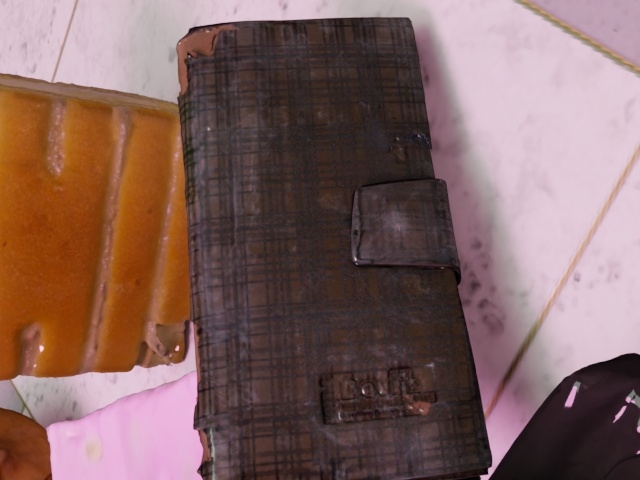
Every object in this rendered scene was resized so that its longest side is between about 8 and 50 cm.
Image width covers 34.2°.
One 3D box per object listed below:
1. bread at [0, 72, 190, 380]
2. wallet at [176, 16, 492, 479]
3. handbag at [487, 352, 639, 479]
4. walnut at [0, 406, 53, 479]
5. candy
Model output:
[{"bbox_3d":[-0.215,-0.006,0.862,0.111,0.239,0.246,21,103,52],"label":"bread"},{"bbox_3d":[0.000,0.000,0.646,0.044,0.169,0.316,94,171,-66],"label":"wallet"},{"bbox_3d":[0.174,0.206,0.549,0.223,0.080,0.246,45,126,29],"label":"handbag"},{"bbox_3d":[-0.374,0.288,1.058,0.336,0.209,0.208,-40,61,39],"label":"walnut"},{"bbox_3d":[-0.073,0.161,0.758,0.265,0.156,0.115,-25,73,45],"label":"candy"}]
